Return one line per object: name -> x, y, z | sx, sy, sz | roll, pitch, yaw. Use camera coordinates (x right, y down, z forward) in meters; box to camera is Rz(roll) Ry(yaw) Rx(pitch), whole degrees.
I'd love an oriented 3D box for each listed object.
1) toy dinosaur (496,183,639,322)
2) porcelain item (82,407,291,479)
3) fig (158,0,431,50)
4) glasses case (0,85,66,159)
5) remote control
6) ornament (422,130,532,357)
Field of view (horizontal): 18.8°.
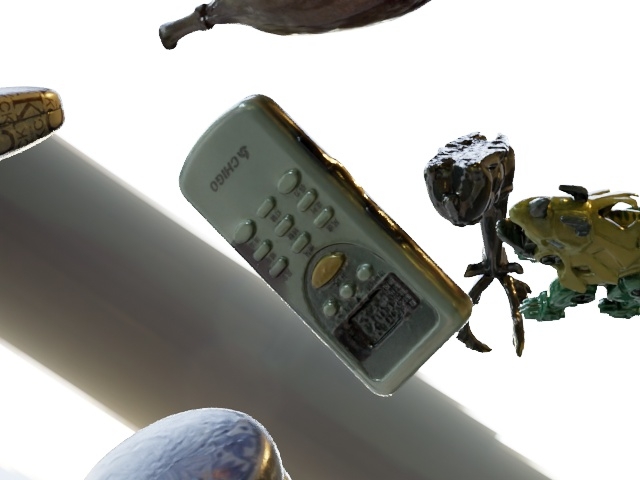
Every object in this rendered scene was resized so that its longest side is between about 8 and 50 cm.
toy dinosaur -> 0.264, 0.009, 1.608 | 0.259, 0.094, 0.153 | 5, -24, -12
porcelain item -> -0.084, 0.190, 1.272 | 0.147, 0.147, 0.114 | 16, -42, 48
fig -> -0.017, -0.224, 1.559 | 0.145, 0.274, 0.170 | 58, 18, -24
glasses case -> -0.434, -0.100, 2.047 | 0.137, 0.354, 0.085 | 1, -73, 53
remote control -> 0.000, 0.000, 1.772 | 0.296, 0.056, 0.140 | 46, -59, 4
ornament -> 0.168, 0.017, 1.996 | 0.080, 0.236, 0.202 | 0, 14, 18
